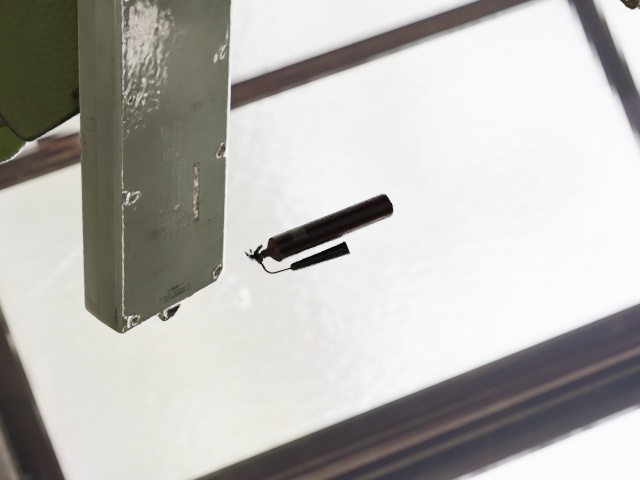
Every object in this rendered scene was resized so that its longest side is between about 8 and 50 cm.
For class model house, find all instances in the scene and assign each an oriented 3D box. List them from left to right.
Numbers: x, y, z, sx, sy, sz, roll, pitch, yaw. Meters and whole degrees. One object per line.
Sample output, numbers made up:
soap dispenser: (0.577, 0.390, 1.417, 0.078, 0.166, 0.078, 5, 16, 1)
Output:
model house: (-0.163, -0.193, 1.274, 0.279, 0.205, 0.218, -6, -46, 39)

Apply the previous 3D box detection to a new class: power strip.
power strip: (-0.107, -0.100, 1.200, 0.043, 0.106, 0.367, 33, -45, 32)

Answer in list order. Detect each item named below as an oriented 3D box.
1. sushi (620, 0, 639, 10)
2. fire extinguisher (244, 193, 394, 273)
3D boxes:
sushi: (0.356, -0.399, 2.037, 0.211, 0.171, 0.350, 44, -11, 36)
fire extinguisher: (0.000, 0.000, 1.932, 0.035, 0.173, 0.049, 23, -48, 67)
